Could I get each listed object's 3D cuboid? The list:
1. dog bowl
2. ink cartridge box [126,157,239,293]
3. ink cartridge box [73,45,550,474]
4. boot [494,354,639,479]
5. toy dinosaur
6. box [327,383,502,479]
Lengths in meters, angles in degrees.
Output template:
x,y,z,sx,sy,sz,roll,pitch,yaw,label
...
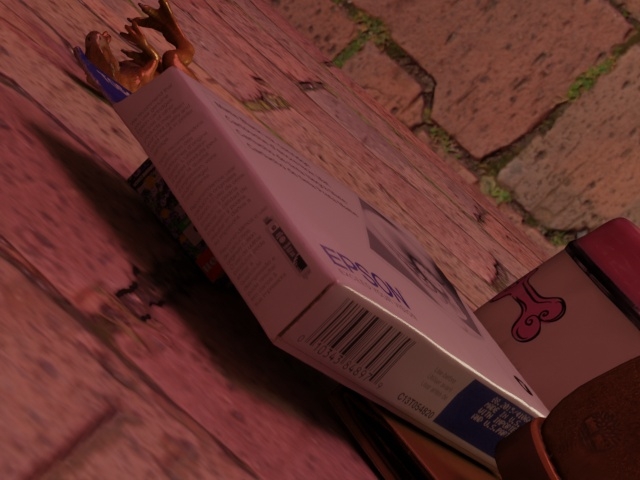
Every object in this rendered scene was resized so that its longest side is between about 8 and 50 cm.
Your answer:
x,y,z,sx,sy,sz,roll,pitch,yaw,label
0.306,0.146,1.527,0.408,0.150,0.408,40,7,-6,dog bowl
-0.044,0.005,1.013,0.115,0.029,0.063,49,10,24,ink cartridge box
0.000,0.000,0.985,0.223,0.045,0.224,34,14,-51,ink cartridge box
0.207,0.184,0.871,0.305,0.115,0.112,56,14,12,boot
-0.088,-0.087,1.262,0.211,0.064,0.112,21,39,-45,toy dinosaur
0.102,0.152,0.957,0.201,0.021,0.164,33,12,-48,box
